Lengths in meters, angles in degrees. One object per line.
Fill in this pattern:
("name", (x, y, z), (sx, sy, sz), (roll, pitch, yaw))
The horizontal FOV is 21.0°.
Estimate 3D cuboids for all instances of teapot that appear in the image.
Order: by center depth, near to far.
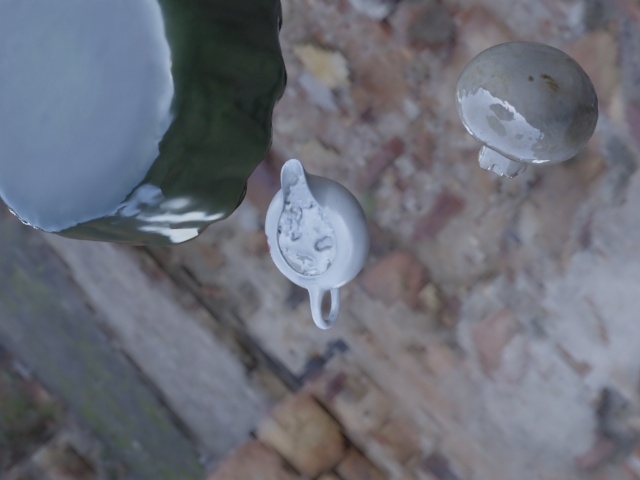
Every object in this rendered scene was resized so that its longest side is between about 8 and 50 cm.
("teapot", (0.000, 0.000, 2.196), (0.145, 0.092, 0.226), (-3, 102, 35))

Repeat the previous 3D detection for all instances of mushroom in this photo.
("mushroom", (0.279, -0.171, 2.403), (0.204, 0.204, 0.204), (39, 157, 20))

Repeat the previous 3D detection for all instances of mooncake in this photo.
("mooncake", (-0.196, -0.169, 1.798), (0.356, 0.194, 0.356), (-3, 86, 42))
